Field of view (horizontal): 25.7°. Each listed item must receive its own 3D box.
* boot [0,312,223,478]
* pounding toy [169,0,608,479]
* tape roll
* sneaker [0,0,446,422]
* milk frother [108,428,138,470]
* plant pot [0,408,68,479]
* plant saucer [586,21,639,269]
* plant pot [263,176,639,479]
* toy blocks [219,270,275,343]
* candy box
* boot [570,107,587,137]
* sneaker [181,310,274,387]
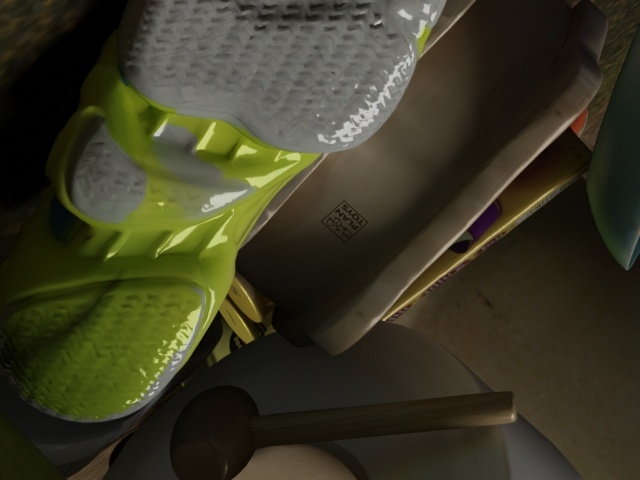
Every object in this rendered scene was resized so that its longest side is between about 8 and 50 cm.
[{"bbox_3d":[-0.143,0.088,0.690,0.123,0.095,0.258,-48,169,18],"label":"boot"},{"bbox_3d":[0.036,-0.004,0.644,0.269,0.155,0.154,-46,-169,10],"label":"pounding toy"},{"bbox_3d":[-0.006,0.181,0.669,0.286,0.286,0.100,-39,128,11],"label":"tape roll"},{"bbox_3d":[-0.042,-0.053,0.500,0.240,0.091,0.126,-51,-163,17],"label":"sneaker"},{"bbox_3d":[-0.115,0.174,1.261,0.143,0.129,0.134,-5,122,-16],"label":"milk frother"},{"bbox_3d":[-0.160,0.151,0.455,0.276,0.254,0.276,-36,172,-6],"label":"plant pot"},{"bbox_3d":[0.215,-0.136,0.759,0.317,0.044,0.317,-58,164,-27],"label":"plant saucer"},{"bbox_3d":[0.164,0.117,0.939,0.334,0.305,0.334,-44,156,-25],"label":"plant pot"},{"bbox_3d":[0.000,0.000,0.933,0.148,0.054,0.123,-36,169,-15],"label":"toy blocks"},{"bbox_3d":[0.050,-0.029,0.806,0.187,0.109,0.053,-39,171,5],"label":"candy box"},{"bbox_3d":[0.163,-0.090,1.102,0.158,0.059,0.084,-31,164,-30],"label":"boot"},{"bbox_3d":[0.026,0.066,1.141,0.146,0.122,0.330,-39,171,22],"label":"sneaker"}]
